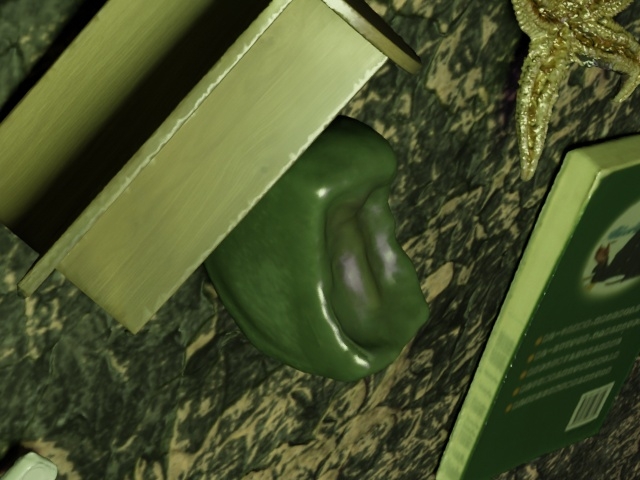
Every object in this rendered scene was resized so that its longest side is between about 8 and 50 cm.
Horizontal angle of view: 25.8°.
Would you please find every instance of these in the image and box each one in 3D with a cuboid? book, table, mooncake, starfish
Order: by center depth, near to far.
[{"bbox_3d":[-0.080,-0.069,0.760,0.226,0.167,0.167,-47,146,11],"label":"table"},{"bbox_3d":[0.000,0.000,0.886,0.104,0.168,0.175,-30,155,-29],"label":"mooncake"},{"bbox_3d":[0.184,-0.161,1.039,0.213,0.057,0.238,20,102,-45],"label":"starfish"},{"bbox_3d":[0.256,0.064,1.333,0.260,0.043,0.371,-12,131,-44],"label":"book"}]

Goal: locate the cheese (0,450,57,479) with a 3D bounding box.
[{"bbox_3d":[-0.261,0.238,0.907,0.251,0.054,0.127,-50,148,-2],"label":"cheese"}]
